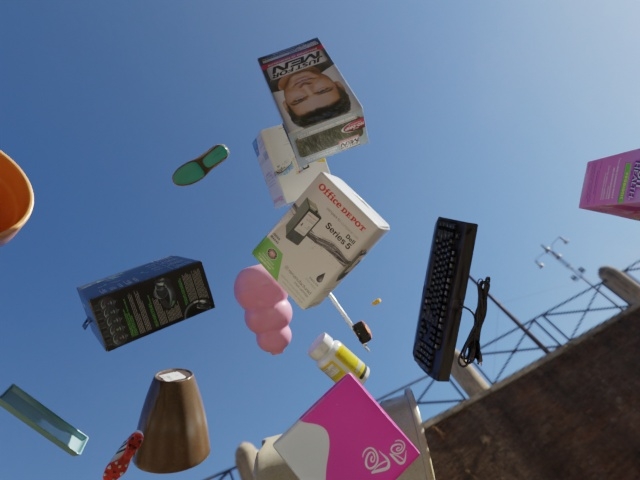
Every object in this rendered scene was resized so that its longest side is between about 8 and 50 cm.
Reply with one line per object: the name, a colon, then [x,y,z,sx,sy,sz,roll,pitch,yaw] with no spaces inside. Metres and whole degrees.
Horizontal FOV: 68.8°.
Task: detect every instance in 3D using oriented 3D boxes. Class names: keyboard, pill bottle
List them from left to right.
pill bottle: [0.061,0.431,1.652,0.208,0.119,0.119,43,-80,-5]
keyboard: [0.065,0.216,1.361,0.014,0.256,0.072,-33,-29,-6]
keyboard: [0.252,0.119,0.904,0.033,0.201,0.317,5,-83,-24]

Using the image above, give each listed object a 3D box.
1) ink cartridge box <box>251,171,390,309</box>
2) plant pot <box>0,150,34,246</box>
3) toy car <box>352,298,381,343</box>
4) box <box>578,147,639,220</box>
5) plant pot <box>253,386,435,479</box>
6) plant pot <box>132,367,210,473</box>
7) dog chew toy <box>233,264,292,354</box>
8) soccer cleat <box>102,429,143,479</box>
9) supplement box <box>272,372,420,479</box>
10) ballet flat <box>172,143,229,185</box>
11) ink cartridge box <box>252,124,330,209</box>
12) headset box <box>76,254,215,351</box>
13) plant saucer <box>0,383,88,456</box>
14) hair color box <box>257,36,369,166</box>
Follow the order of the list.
ink cartridge box: [0.000,0.000,1.134,0.273,0.198,0.115,-49,-17,14]
plant pot: [-0.769,-0.059,0.929,0.291,0.291,0.203,21,-51,-43]
toy car: [0.135,0.210,1.217,0.122,0.060,0.040,-52,-19,15]
box: [0.727,-0.110,0.988,0.213,0.243,0.117,11,-91,-3]
plant pot: [0.048,0.467,0.865,0.305,0.334,0.334,-10,-45,3]
plant pot: [-0.419,0.493,1.327,0.215,0.215,0.230,-1,-84,-33]
dog chew toy: [-0.196,0.254,1.723,0.206,0.332,0.206,-15,-4,-1]
soccer cleat: [-0.300,0.329,0.715,0.029,0.035,0.083,35,-102,-11]
supplement box: [0.029,0.243,0.572,0.111,0.114,0.220,-41,-16,-10]
ballet flat: [-0.388,-0.240,1.519,0.206,0.067,0.073,-34,-76,-14]
ink cartridge box: [-0.088,-0.237,1.468,0.168,0.171,0.233,-20,-85,-17]
headset box: [-0.450,0.146,1.170,0.283,0.246,0.131,-21,-77,-32]
plant saucer: [-0.557,0.364,0.941,0.018,0.067,0.192,-45,-76,-4]
hair color box: [-0.029,-0.373,1.222,0.185,0.374,0.114,-21,-39,-1]
